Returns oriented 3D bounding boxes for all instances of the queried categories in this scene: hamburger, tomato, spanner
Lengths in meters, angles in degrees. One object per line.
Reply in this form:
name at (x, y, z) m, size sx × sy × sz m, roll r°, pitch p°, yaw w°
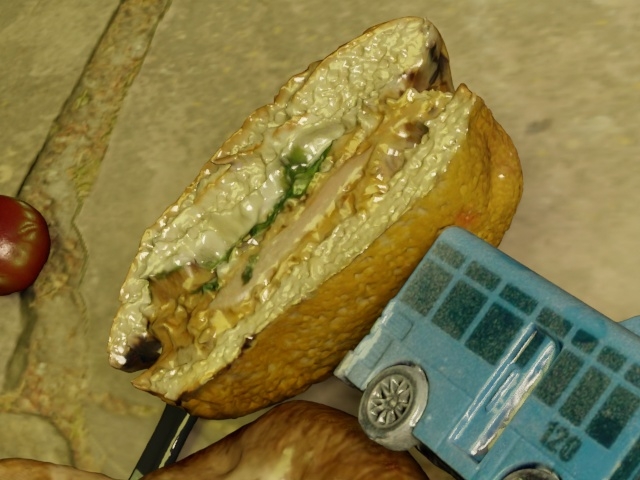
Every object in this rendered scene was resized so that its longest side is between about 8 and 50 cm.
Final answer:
hamburger at (0.000, 0.000, 0.851) m, size 0.283 × 0.156 × 0.144 m, roll -42°, pitch 60°, yaw 15°
tomato at (-0.271, 0.002, 1.169) m, size 0.087 × 0.075 × 0.087 m, roll -27°, pitch 46°, yaw 31°
spanner at (-0.125, 0.171, 0.966) m, size 0.087 × 0.024 × 0.316 m, roll 20°, pitch 82°, yaw 50°

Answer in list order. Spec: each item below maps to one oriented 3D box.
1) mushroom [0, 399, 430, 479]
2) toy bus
mushroom at (-0.055, 0.223, 0.745) m, size 0.267 × 0.254 × 0.267 m, roll 2°, pitch 93°, yaw 36°
toy bus at (0.128, 0.095, 0.698) m, size 0.133 × 0.116 × 0.234 m, roll -54°, pitch 39°, yaw -1°
